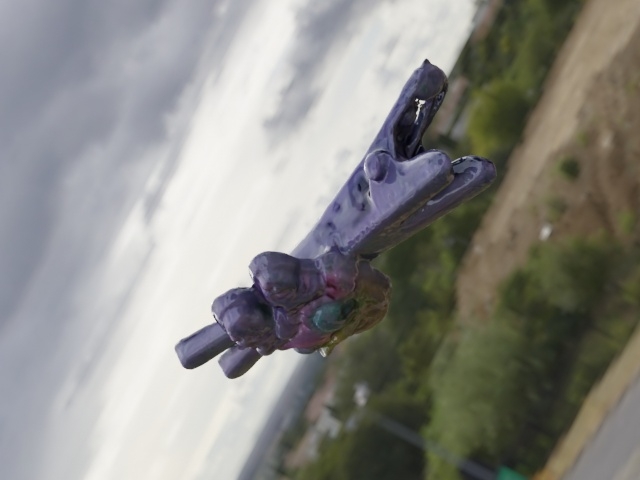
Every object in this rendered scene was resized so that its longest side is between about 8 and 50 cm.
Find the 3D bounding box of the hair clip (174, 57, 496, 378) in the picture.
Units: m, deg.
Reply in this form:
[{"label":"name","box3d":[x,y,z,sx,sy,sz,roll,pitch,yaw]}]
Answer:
[{"label":"hair clip","box3d":[0.010,0.007,1.171,0.278,0.090,0.137,-51,-34,16]}]
